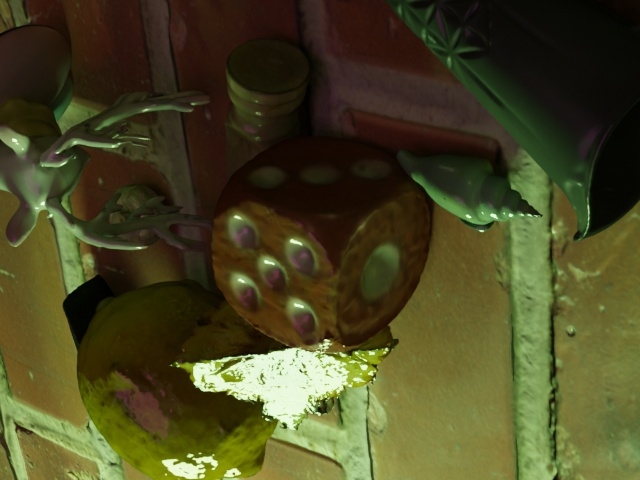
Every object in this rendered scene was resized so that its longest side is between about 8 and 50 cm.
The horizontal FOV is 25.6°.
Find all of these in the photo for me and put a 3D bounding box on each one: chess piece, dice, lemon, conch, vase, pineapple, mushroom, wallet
[{"bbox_3d":[-0.064,-0.124,1.563,0.090,0.090,0.200,37,146,21],"label":"chess piece"},{"bbox_3d":[0.000,0.000,1.500,0.179,0.174,0.175,23,130,34],"label":"dice"},{"bbox_3d":[-0.171,0.178,1.731,0.288,0.233,0.233,45,137,10],"label":"lemon"},{"bbox_3d":[0.153,-0.051,1.418,0.180,0.088,0.065,27,88,39],"label":"conch"},{"bbox_3d":[0.191,-0.181,1.244,0.301,0.156,0.251,44,122,22],"label":"vase"},{"bbox_3d":[-0.023,0.126,1.631,0.250,0.139,0.164,-11,135,16],"label":"pineapple"},{"bbox_3d":[-0.233,-0.031,1.775,0.084,0.067,0.083,14,113,35],"label":"mushroom"},{"bbox_3d":[-0.272,0.172,1.877,0.052,0.168,0.245,-23,97,14],"label":"wallet"}]

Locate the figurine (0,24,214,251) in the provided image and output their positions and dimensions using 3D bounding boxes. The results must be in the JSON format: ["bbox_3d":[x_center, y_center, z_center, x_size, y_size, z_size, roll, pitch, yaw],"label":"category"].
[{"bbox_3d":[-0.287,-0.124,1.666,0.315,0.284,0.206,-122,30,-43],"label":"figurine"}]
